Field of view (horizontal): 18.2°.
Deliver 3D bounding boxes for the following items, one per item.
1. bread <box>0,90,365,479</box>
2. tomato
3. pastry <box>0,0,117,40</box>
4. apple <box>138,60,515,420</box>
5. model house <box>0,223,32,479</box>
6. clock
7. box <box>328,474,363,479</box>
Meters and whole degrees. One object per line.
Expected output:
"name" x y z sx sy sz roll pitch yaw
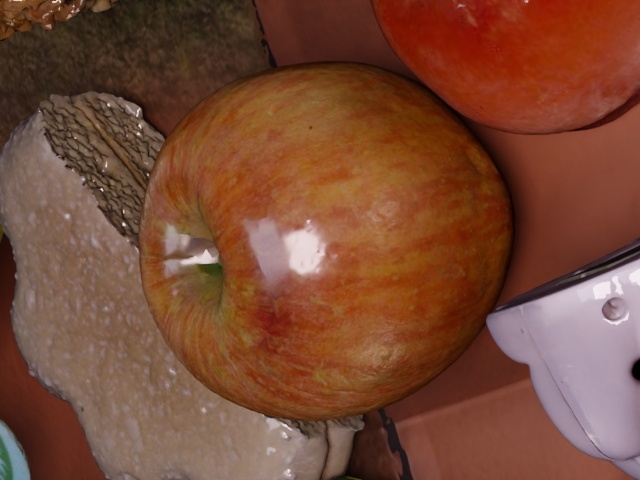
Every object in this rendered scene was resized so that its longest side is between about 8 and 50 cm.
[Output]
"bread" -0.114 0.063 1.351 0.337 0.102 0.183 52 131 21
"tomato" 0.099 -0.170 1.108 0.228 0.112 0.199 53 126 19
"pastry" -0.205 -0.249 1.329 0.274 0.193 0.275 -4 66 9
"apple" 0.000 0.000 1.167 0.211 0.188 0.211 12 106 51
"model house" -0.316 0.102 1.516 0.323 0.300 0.340 -39 112 17
"clock" 0.218 0.109 1.017 0.189 0.189 0.254 -20 96 43
"box" 0.124 0.248 1.158 0.345 0.097 0.134 17 112 39
